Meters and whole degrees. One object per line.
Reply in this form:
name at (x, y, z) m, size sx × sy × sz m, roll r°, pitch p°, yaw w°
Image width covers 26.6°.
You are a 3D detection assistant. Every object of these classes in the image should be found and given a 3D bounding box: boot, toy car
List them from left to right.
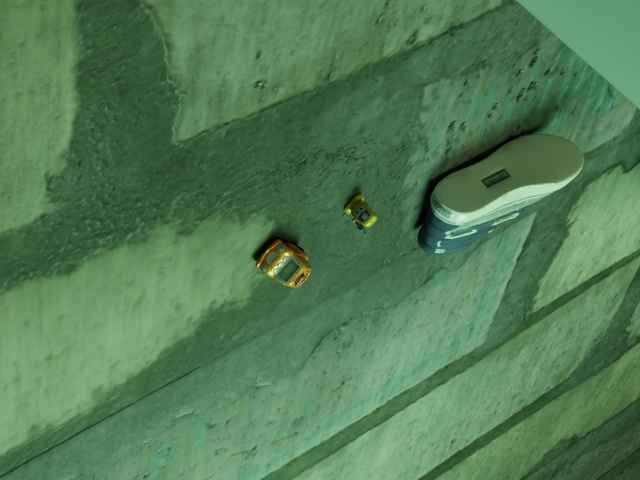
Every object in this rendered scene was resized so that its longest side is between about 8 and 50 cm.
toy car at (0.000, 0.000, 1.239) m, size 0.122 × 0.040 × 0.060 m, roll -40°, pitch 154°, yaw -6°
boot at (0.184, -0.048, 1.412) m, size 0.190 × 0.069 × 0.086 m, roll -19°, pitch 153°, yaw -26°

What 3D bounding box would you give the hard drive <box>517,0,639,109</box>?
hard drive at (0.154, -0.175, 0.834) m, size 0.047 × 0.353 × 0.233 m, roll -44°, pitch 154°, yaw 1°
